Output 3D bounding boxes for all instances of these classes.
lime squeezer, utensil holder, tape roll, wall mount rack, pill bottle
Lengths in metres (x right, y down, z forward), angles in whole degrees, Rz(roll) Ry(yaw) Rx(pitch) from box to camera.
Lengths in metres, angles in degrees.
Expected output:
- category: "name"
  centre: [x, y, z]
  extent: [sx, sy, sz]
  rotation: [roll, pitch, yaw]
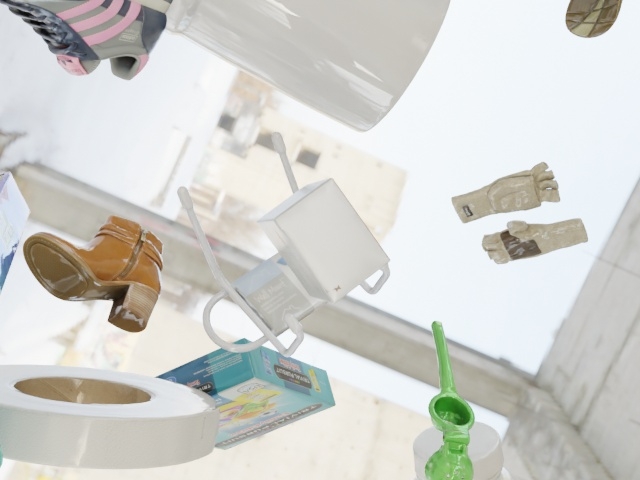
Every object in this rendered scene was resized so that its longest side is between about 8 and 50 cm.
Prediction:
- category: "lime squeezer"
  centre: [0.150, 0.236, 1.215]
  extent: [0.110, 0.058, 0.310]
  rotation: [79, 15, -72]
- category: "utensil holder"
  centre: [-0.022, -0.401, 1.699]
  extent: [0.328, 0.385, 0.328]
  rotation: [-57, -165, 24]
- category: "tape roll"
  centre: [-0.341, 0.246, 1.480]
  extent: [0.392, 0.392, 0.072]
  rotation: [-168, -94, -82]
- category: "wall mount rack"
  centre: [-0.064, 0.009, 1.660]
  extent: [0.350, 0.304, 0.130]
  rotation: [-34, 164, -33]
- category: "pill bottle"
  centre: [0.221, 0.441, 1.552]
  extent: [0.176, 0.176, 0.319]
  rotation: [-92, 173, -72]

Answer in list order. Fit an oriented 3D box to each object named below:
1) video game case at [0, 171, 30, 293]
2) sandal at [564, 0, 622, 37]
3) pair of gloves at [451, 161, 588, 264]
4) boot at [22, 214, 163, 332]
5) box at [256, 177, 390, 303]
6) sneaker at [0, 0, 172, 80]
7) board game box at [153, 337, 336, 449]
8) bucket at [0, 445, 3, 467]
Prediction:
- category: "video game case"
  centre: [-0.441, 0.033, 1.085]
  extent: [0.244, 0.061, 0.269]
  rotation: [-23, -159, 0]
- category: "sandal"
  centre: [0.400, -0.364, 1.450]
  extent: [0.049, 0.072, 0.180]
  rotation: [-45, 154, -44]
- category: "pair of gloves"
  centre: [0.385, -0.045, 1.985]
  extent: [0.204, 0.240, 0.042]
  rotation: [-20, -136, 26]
- category: "boot"
  centre: [-0.286, 0.015, 1.331]
  extent: [0.073, 0.197, 0.152]
  rotation: [-29, -145, 28]
- category: "box"
  centre: [0.000, 0.000, 1.325]
  extent: [0.091, 0.130, 0.170]
  rotation: [-36, -173, -9]
- category: "sneaker"
  centre: [-0.297, -0.260, 1.221]
  extent: [0.319, 0.112, 0.131]
  rotation: [-1, 113, -59]
- category: "board game box"
  centre: [-0.156, 0.286, 1.860]
  extent: [0.253, 0.336, 0.079]
  rotation: [-25, -115, 17]
- category: "bucket"
  centre: [-0.518, 0.248, 1.145]
  extent: [0.281, 0.183, 0.281]
  rotation: [-28, 133, -35]
